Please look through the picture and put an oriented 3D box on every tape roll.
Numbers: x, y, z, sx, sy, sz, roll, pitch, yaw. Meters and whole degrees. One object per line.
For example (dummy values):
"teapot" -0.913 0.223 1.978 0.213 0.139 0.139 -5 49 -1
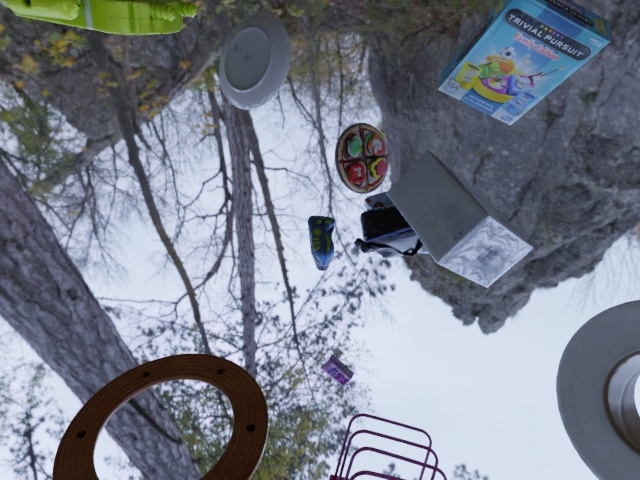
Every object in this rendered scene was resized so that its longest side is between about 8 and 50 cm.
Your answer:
"tape roll" 0.482 0.221 0.587 0.100 0.286 0.286 13 -153 -33

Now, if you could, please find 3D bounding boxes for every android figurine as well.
"android figurine" -0.325 -0.356 0.653 0.273 0.056 0.248 13 -147 10

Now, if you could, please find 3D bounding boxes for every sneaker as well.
"sneaker" 0.000 0.000 1.026 0.067 0.078 0.188 4 -145 -4

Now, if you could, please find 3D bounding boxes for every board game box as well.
"board game box" 0.511 -0.476 1.148 0.254 0.336 0.079 22 -115 -10

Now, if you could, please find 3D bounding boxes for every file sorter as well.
"file sorter" 0.128 0.488 0.821 0.202 0.182 0.290 13 -174 2

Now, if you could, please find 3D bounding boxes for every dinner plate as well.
"dinner plate" -0.105 -0.268 0.651 0.141 0.141 0.017 25 -168 31

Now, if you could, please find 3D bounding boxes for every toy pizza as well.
"toy pizza" 0.126 -0.232 1.239 0.201 0.201 0.032 -26 -161 -29

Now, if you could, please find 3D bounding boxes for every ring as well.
"ring" -0.252 0.322 0.721 0.337 0.032 0.336 -1 -148 0

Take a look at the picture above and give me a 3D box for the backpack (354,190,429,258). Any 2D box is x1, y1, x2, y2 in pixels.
"backpack" 0.258 -0.046 1.396 0.277 0.263 0.213 -9 -113 14

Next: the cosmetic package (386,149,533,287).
"cosmetic package" 0.299 -0.045 0.950 0.224 0.138 0.224 22 -151 -42

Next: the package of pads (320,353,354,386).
"package of pads" 0.046 0.358 1.202 0.083 0.050 0.032 40 -149 1
